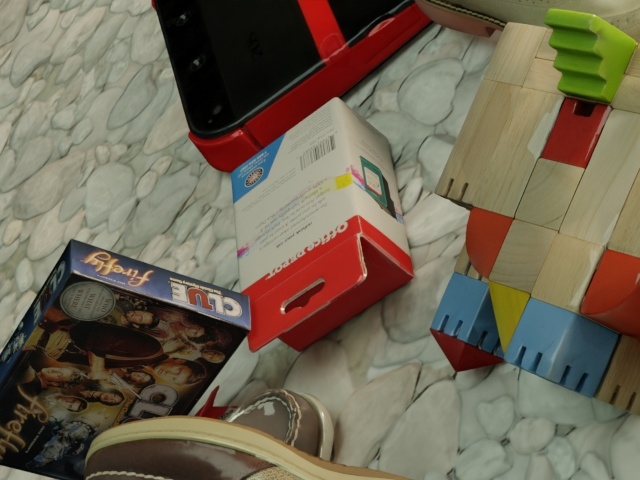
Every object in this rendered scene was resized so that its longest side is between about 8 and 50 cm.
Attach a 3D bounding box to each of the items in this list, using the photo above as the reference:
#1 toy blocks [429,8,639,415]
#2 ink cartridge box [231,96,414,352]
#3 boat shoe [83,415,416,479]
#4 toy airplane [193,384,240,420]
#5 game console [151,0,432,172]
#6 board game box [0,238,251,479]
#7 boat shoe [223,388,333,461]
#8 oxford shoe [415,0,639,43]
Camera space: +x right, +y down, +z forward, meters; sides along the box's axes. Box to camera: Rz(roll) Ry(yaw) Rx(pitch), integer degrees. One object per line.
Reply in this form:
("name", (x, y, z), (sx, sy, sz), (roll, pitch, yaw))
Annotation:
("toy blocks", (0.205, -0.002, 1.174), (0.381, 0.191, 0.261), (20, 86, 54))
("ink cartridge box", (0.000, 0.000, 1.452), (0.134, 0.078, 0.231), (-34, 39, 24))
("boat shoe", (-0.039, 0.220, 1.182), (0.342, 0.123, 0.123), (12, 52, 24))
("toy airplane", (-0.122, 0.178, 1.421), (0.028, 0.151, 0.151), (39, 90, 14))
("game console", (-0.019, -0.268, 1.743), (0.342, 0.060, 0.386), (-35, 39, 12))
("board game box", (-0.187, 0.115, 1.420), (0.243, 0.165, 0.042), (-54, 30, 34))
("boat shoe", (-0.119, 0.244, 1.341), (0.324, 0.097, 0.116), (-49, 44, 3))
("oxford shoe", (0.191, -0.235, 1.377), (0.397, 0.146, 0.140), (14, 69, 45))
